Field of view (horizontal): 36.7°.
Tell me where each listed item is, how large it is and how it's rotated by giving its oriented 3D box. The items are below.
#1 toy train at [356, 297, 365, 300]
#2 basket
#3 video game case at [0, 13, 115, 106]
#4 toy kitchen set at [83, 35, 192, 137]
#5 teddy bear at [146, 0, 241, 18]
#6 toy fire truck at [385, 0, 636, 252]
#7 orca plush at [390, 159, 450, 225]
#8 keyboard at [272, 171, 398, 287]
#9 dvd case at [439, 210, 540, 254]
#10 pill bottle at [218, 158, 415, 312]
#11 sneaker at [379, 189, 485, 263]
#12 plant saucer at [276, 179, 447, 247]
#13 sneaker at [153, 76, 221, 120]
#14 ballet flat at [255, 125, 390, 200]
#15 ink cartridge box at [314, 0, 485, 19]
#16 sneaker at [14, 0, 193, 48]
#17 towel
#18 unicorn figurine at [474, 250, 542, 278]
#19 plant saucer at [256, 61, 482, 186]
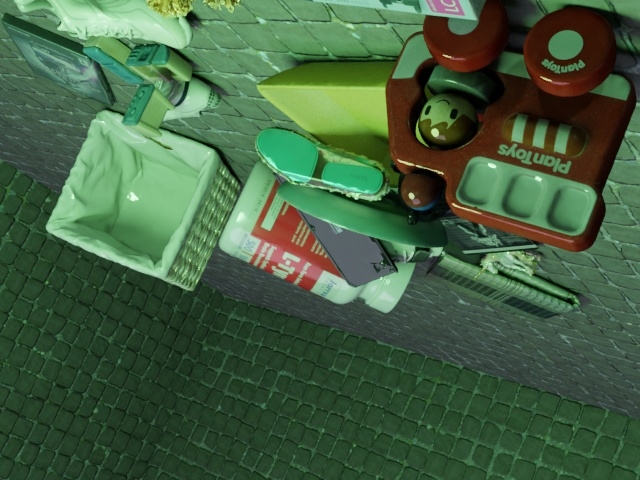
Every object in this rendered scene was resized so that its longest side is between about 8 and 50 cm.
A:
[{"bbox_3d":[0.099,0.050,2.414,0.190,0.142,0.334,38,167,-7],"label":"toy train"},{"bbox_3d":[-0.413,-0.090,2.326,0.328,0.331,0.266,21,173,15],"label":"basket"},{"bbox_3d":[-0.551,-0.378,2.053,0.196,0.026,0.274,23,166,3],"label":"video game case"},{"bbox_3d":[-0.358,-0.285,1.760,0.207,0.166,0.122,9,161,48],"label":"toy kitchen set"},{"bbox_3d":[-0.155,-0.362,1.033,0.113,0.245,0.338,-14,-166,-29],"label":"teddy bear"},{"bbox_3d":[0.210,-0.138,1.141,0.302,0.253,0.169,18,166,24],"label":"toy fire truck"},{"bbox_3d":[0.178,-0.063,1.491,0.151,0.102,0.287,27,167,-14],"label":"orca plush"},{"bbox_3d":[0.061,-0.059,1.913,0.202,0.033,0.317,-22,112,31],"label":"keyboard"},{"bbox_3d":[0.304,-0.028,1.870,0.165,0.018,0.221,-6,151,38],"label":"dvd case"},{"bbox_3d":[0.000,0.000,2.139,0.408,0.229,0.229,25,167,-5],"label":"pill bottle"},{"bbox_3d":[0.183,0.002,2.021,0.331,0.146,0.122,24,166,-9],"label":"sneaker"},{"bbox_3d":[0.080,-0.062,1.712,0.318,0.043,0.317,16,-168,-3],"label":"plant saucer"},{"bbox_3d":[-0.276,-0.269,1.884,0.095,0.090,0.235,12,177,-27],"label":"sneaker"},{"bbox_3d":[0.005,-0.121,1.613,0.241,0.091,0.077,24,-178,11],"label":"ballet flat"},{"bbox_3d":[0.023,-0.338,1.093,0.311,0.065,0.186,17,165,29],"label":"ink cartridge box"},{"bbox_3d":[-0.347,-0.364,1.538,0.292,0.118,0.110,23,166,-5],"label":"sneaker"},{"bbox_3d":[0.412,0.099,2.247,0.324,0.056,0.312,21,170,1],"label":"towel"},{"bbox_3d":[0.397,0.041,2.011,0.111,0.060,0.162,22,151,9],"label":"unicorn figurine"},{"bbox_3d":[0.119,-0.185,1.513,0.333,0.081,0.333,10,162,45],"label":"plant saucer"}]
